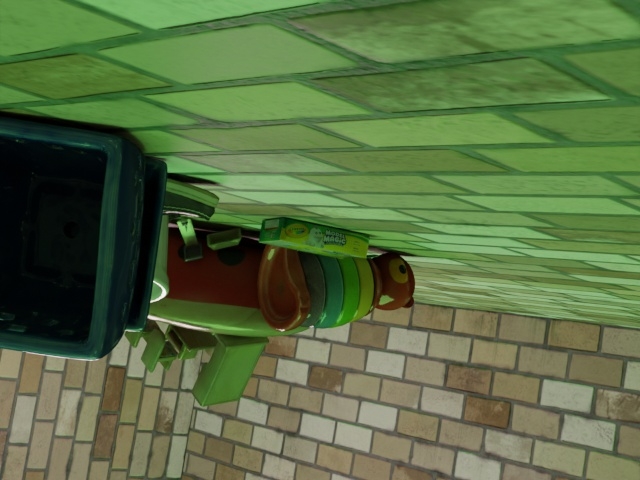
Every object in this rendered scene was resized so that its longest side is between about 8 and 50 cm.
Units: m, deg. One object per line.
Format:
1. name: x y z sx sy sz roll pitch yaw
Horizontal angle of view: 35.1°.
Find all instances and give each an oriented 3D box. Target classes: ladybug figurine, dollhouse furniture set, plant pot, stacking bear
1. ladybug figurine: -0.206 0.075 2.000 0.449 0.162 0.305 10 -168 5
2. dollhouse furniture set: -0.236 0.191 2.052 0.212 0.161 0.242 -3 -142 -43
3. plant pot: -0.301 -0.008 1.123 0.235 0.236 0.212 8 -178 10
4. stacking bear: 0.045 0.080 1.864 0.289 0.175 0.164 -2 152 -28
5. dollhouse furniture set: -0.210 -0.031 1.882 0.114 0.091 0.081 -13 132 0

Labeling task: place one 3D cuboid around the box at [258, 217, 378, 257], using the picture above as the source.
1. box: 0.000 0.000 1.666 0.179 0.043 0.105 14 173 -23

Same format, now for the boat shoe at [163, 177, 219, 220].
1. boat shoe: -0.276 -0.047 1.337 0.285 0.092 0.103 9 175 5

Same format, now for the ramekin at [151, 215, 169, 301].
1. ramekin: -0.356 -0.001 1.505 0.277 0.135 0.277 5 163 2

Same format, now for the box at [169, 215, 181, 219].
1. box: -0.281 -0.034 1.665 0.067 0.018 0.083 -16 -179 32
